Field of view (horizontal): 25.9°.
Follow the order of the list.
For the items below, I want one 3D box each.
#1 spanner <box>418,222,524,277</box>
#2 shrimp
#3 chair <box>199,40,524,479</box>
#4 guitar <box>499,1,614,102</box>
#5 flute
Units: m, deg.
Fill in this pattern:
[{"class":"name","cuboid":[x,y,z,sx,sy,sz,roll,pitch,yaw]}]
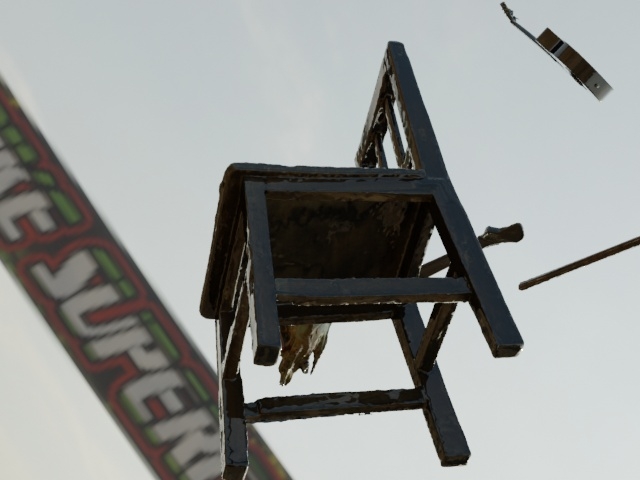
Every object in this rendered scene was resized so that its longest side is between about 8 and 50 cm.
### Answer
[{"class":"spanner","cuboid":[0.194,0.018,1.882,0.046,0.012,0.208,31,-41,-30]},{"class":"shrimp","cuboid":[-0.038,0.071,1.672,0.115,0.051,0.217,8,-75,12]},{"class":"chair","cuboid":[0.000,0.000,1.327,0.203,0.240,0.416,104,-22,-43]},{"class":"guitar","cuboid":[0.279,-0.242,1.706,0.088,0.025,0.233,36,13,-38]},{"class":"flute","cuboid":[0.341,0.024,1.751,0.269,0.014,0.014,-28,-83,51]}]
